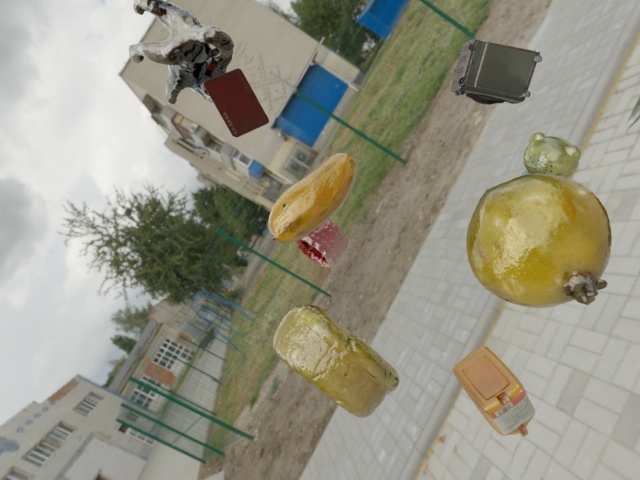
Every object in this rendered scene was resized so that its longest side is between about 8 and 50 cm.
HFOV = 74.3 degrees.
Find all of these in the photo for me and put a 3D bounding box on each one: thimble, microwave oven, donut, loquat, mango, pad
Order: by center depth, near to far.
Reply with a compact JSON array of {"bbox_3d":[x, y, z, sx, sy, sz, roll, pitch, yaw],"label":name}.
[{"bbox_3d":[0.342,0.012,0.654,0.214,0.213,0.246,-55,28,24],"label":"loquat"},{"bbox_3d":[0.027,0.236,0.841,0.128,0.261,0.208,-52,0,-10],"label":"donut"},{"bbox_3d":[-0.210,-0.346,1.061,0.112,0.157,0.003,-32,7,-23],"label":"pad"},{"bbox_3d":[-0.021,-0.131,1.315,0.359,0.144,0.187,-42,35,2],"label":"mango"},{"bbox_3d":[0.605,-0.585,1.489,0.178,0.247,0.188,-69,-8,-74],"label":"microwave oven"},{"bbox_3d":[0.005,0.005,1.551,0.125,0.189,0.163,-49,-12,-21],"label":"thimble"}]

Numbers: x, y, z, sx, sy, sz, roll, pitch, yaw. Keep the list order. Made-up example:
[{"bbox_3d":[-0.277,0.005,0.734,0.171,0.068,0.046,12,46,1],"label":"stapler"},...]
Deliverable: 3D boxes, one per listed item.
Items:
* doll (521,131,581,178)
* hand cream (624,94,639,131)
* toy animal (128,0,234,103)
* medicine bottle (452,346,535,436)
[{"bbox_3d":[0.788,-0.240,1.470,0.161,0.177,0.261,-29,-42,-21],"label":"doll"},{"bbox_3d":[0.769,-0.332,0.997,0.194,0.042,0.067,-44,-15,-25],"label":"hand cream"},{"bbox_3d":[-0.374,-0.538,1.283,0.344,0.302,0.195,57,-136,-77],"label":"toy animal"},{"bbox_3d":[0.435,0.384,1.038,0.112,0.222,0.149,-36,35,2],"label":"medicine bottle"}]
